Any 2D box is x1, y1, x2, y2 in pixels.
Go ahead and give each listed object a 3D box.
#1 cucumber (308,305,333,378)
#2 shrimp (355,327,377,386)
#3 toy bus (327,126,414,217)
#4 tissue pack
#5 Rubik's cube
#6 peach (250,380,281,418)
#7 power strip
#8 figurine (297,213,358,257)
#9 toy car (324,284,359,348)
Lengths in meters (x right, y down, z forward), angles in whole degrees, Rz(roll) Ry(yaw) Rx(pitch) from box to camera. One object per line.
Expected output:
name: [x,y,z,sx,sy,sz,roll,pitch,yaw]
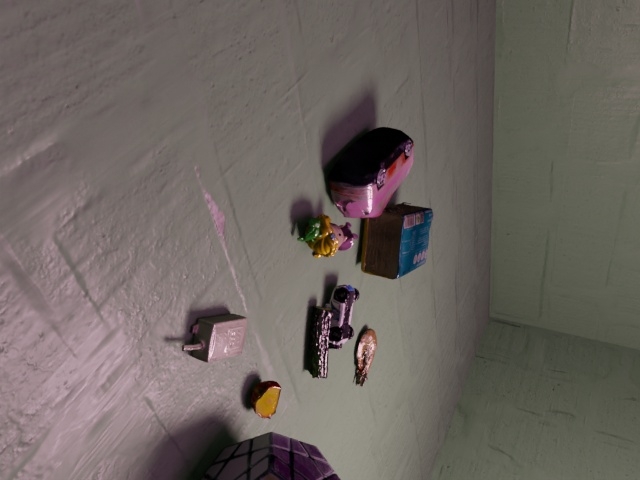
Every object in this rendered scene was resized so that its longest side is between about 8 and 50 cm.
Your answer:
cucumber: [-0.002,0.252,1.408,0.058,0.058,0.187,-21,117,-60]
shrimp: [0.135,0.358,1.729,0.099,0.041,0.180,18,84,-62]
toy bus: [0.133,-0.173,1.431,0.302,0.128,0.147,-50,144,-44]
tissue pack: [0.224,-0.006,1.663,0.271,0.134,0.192,-13,112,-61]
Rubik's cube: [-0.098,0.535,1.088,0.264,0.319,0.318,-8,108,-36]
peach: [-0.117,0.338,1.217,0.077,0.050,0.083,-43,132,-15]
power strip: [-0.193,0.177,1.020,0.175,0.042,0.075,1,100,-63]
figurine: [0.000,0.000,1.299,0.115,0.094,0.156,-45,157,21]
toy car: [0.048,0.198,1.465,0.080,0.071,0.170,9,90,-63]
